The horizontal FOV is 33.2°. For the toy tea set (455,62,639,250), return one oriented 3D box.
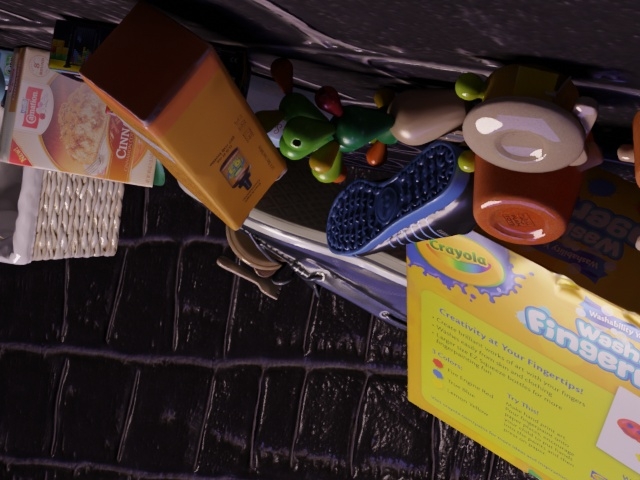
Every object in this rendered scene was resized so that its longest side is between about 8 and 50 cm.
[{"bbox_3d":[0.263,-0.068,0.814,0.336,0.124,0.200,14,153,4],"label":"toy tea set"}]

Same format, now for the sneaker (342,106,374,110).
[{"bbox_3d":[0.039,-0.143,1.334,0.040,0.043,0.109,6,-174,-37],"label":"sneaker"}]

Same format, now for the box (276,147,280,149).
[{"bbox_3d":[-0.062,-0.155,1.732,0.062,0.083,0.052,10,-176,3],"label":"box"}]

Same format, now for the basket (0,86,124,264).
[{"bbox_3d":[-0.568,-0.143,2.056,0.328,0.331,0.266,12,-171,34],"label":"basket"}]

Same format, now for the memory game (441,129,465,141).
[{"bbox_3d":[0.186,-0.133,1.357,0.186,0.012,0.186,10,-177,-1],"label":"memory game"}]

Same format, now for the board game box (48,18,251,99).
[{"bbox_3d":[-0.153,-0.162,1.006,0.170,0.048,0.141,10,-176,-3],"label":"board game box"}]

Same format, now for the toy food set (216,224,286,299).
[{"bbox_3d":[-0.093,-0.004,1.719,0.132,0.192,0.038,30,146,-12],"label":"toy food set"}]

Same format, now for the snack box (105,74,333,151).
[{"bbox_3d":[-0.115,-0.153,1.230,0.174,0.070,0.207,9,-179,-45],"label":"snack box"}]

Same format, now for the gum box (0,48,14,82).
[{"bbox_3d":[-0.433,-0.231,1.429,0.184,0.041,0.157,9,-178,0],"label":"gum box"}]

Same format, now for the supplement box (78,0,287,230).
[{"bbox_3d":[-0.100,-0.091,0.856,0.080,0.078,0.233,36,172,23],"label":"supplement box"}]

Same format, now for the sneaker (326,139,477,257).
[{"bbox_3d":[0.094,-0.028,1.024,0.090,0.081,0.232,13,161,-28],"label":"sneaker"}]

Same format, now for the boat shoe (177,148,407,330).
[{"bbox_3d":[0.000,0.000,1.647,0.500,0.156,0.187,25,-141,1],"label":"boat shoe"}]

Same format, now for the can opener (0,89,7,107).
[{"bbox_3d":[-0.378,-0.221,1.588,0.186,0.073,0.059,1,173,7],"label":"can opener"}]

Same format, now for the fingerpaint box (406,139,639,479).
[{"bbox_3d":[0.315,0.126,1.145,0.445,0.163,0.371,29,146,28],"label":"fingerpaint box"}]

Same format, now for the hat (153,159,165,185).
[{"bbox_3d":[-0.221,-0.201,1.694,0.183,0.173,0.208,-28,-155,-20],"label":"hat"}]

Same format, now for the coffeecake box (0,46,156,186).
[{"bbox_3d":[-0.296,-0.152,1.343,0.185,0.142,0.068,9,-178,-30],"label":"coffeecake box"}]

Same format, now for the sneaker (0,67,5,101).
[{"bbox_3d":[-0.403,-0.179,1.102,0.150,0.135,0.366,2,-167,-14],"label":"sneaker"}]

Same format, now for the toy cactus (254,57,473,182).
[{"bbox_3d":[0.047,-0.112,0.970,0.180,0.112,0.219,-9,172,22],"label":"toy cactus"}]
